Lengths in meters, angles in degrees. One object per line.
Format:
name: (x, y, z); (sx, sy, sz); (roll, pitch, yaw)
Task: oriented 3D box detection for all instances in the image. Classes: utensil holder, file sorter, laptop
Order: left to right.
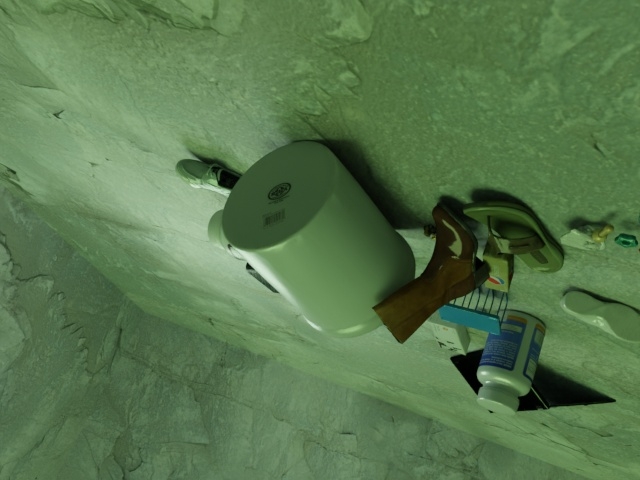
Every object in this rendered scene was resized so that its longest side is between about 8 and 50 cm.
utensil holder: (0.000, 0.000, 1.502); (0.328, 0.327, 0.385); (5, 149, 39)
file sorter: (0.423, 0.174, 1.751); (0.170, 0.104, 0.118); (14, 157, 25)
laptop: (0.750, 0.503, 2.297); (0.408, 0.236, 0.382); (53, 157, 4)

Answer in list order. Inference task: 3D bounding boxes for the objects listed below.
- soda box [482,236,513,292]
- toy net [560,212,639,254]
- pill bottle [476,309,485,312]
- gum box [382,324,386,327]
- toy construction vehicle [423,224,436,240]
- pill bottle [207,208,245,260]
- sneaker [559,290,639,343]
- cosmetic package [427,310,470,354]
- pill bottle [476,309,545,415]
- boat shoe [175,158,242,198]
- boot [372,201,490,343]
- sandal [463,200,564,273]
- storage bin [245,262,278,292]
soda box: (0.433, 0.060, 1.540); (0.061, 0.058, 0.181); (14, 157, 23)
toy net: (0.591, -0.010, 1.245); (0.122, 0.045, 0.232); (35, 158, -30)
pill bottle: (0.478, 0.238, 1.924); (0.043, 0.043, 0.083); (20, 158, 11)
gum box: (0.191, 0.246, 2.239); (0.157, 0.041, 0.184); (19, 157, 12)
toy construction vehicle: (0.308, -0.004, 1.550); (0.098, 0.035, 0.086); (33, 157, -22)
pill bottle: (-0.179, -0.019, 1.834); (0.301, 0.169, 0.169); (8, 153, 36)
sneaker: (0.696, 0.187, 1.568); (0.212, 0.080, 0.094); (27, 171, 10)
cosmetic package: (0.429, 0.304, 2.106); (0.099, 0.060, 0.239); (11, 155, 27)
pill bottle: (0.538, 0.351, 1.815); (0.152, 0.272, 0.152); (21, 158, 9)
boat shoe: (-0.279, -0.173, 1.718); (0.227, 0.079, 0.081); (23, 150, -11)
boot: (0.231, 0.077, 1.465); (0.096, 0.280, 0.264); (51, 174, 49)
sandal: (0.428, 0.004, 1.376); (0.303, 0.086, 0.120); (35, 156, -27)
storage bin: (-0.149, 0.090, 2.115); (0.084, 0.122, 0.180); (3, 150, 41)
